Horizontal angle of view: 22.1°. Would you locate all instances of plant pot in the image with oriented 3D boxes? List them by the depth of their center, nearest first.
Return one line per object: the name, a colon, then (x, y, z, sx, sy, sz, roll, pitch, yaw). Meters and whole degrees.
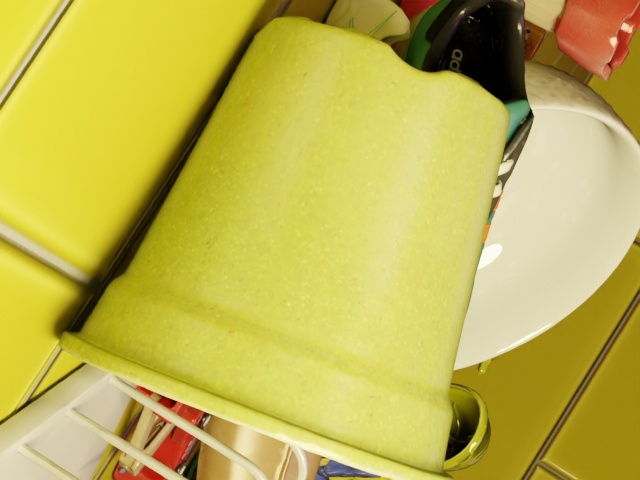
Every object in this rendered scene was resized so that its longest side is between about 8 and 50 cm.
plant pot: (0.000, 0.000, 1.085, 0.276, 0.276, 0.254, 39, 72, -80)

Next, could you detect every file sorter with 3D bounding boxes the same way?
file sorter: (-0.155, 0.221, 1.150, 0.193, 0.173, 0.277, -63, 169, 24)

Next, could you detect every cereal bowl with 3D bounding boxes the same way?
cereal bowl: (0.114, -0.037, 1.474, 0.339, 0.141, 0.339, -15, 140, -13)

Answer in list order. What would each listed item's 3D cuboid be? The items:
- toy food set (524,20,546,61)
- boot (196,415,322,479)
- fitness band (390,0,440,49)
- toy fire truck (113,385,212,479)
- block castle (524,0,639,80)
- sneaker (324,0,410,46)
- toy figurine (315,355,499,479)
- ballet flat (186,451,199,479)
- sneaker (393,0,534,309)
toy food set: (0.135, -0.141, 1.692, 0.232, 0.104, 0.111, -63, 174, 17)
boot: (-0.017, 0.229, 1.538, 0.089, 0.236, 0.270, 9, -97, 57)
fitness band: (0.140, -0.240, 1.540, 0.291, 0.054, 0.209, -55, 170, -21)
toy fire truck: (-0.138, 0.162, 1.414, 0.192, 0.047, 0.135, -62, 169, 26)
block castle: (0.288, -0.373, 1.271, 0.303, 0.212, 0.453, -51, 161, -35)
sneaker: (0.012, -0.124, 1.244, 0.152, 0.061, 0.054, -56, 172, -2)
toy figurine: (0.090, 0.219, 1.711, 0.362, 0.217, 0.191, -8, -138, 42)
ballet flat: (-0.115, 0.349, 1.910, 0.123, 0.123, 0.348, -51, 168, -35)
sneaker: (0.090, -0.055, 1.220, 0.121, 0.108, 0.302, 147, -45, -67)
